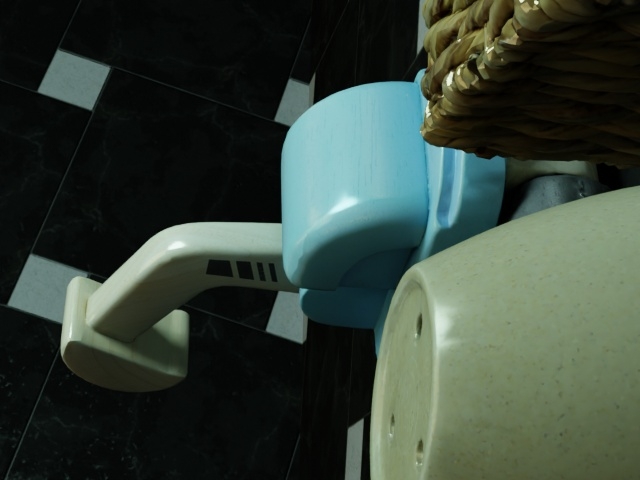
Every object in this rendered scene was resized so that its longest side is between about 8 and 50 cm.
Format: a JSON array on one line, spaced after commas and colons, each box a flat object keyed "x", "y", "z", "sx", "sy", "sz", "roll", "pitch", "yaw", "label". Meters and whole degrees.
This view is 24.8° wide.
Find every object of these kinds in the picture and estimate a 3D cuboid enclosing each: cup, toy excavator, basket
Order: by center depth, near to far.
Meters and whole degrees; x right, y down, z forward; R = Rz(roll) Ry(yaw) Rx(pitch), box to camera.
[{"x": 0.203, "y": -0.154, "z": 0.603, "sx": 0.213, "sy": 0.299, "sz": 0.223, "roll": 126, "pitch": 149, "yaw": -72, "label": "basket"}, {"x": 0.162, "y": 0.109, "z": 0.891, "sx": 0.331, "sy": 0.237, "sz": 0.331, "roll": -173, "pitch": 90, "yaw": -82, "label": "cup"}, {"x": 0.000, "y": 0.000, "z": 1.320, "sx": 0.433, "sy": 0.445, "sz": 0.222, "roll": 108, "pitch": 166, "yaw": -52, "label": "toy excavator"}]
